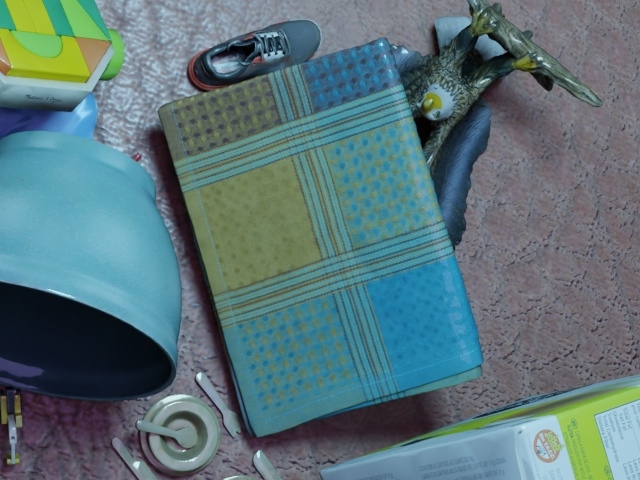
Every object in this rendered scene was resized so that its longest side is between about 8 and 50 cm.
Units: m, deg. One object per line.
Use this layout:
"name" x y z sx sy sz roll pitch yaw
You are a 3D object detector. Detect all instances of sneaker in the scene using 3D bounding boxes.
"sneaker" -0.064 -0.205 1.942 0.158 0.065 0.061 -23 89 -17

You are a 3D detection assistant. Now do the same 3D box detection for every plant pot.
"plant pot" -0.267 0.014 1.756 0.293 0.293 0.196 17 65 -13

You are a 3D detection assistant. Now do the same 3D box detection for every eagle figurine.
"eagle figurine" 0.114 -0.130 1.945 0.298 0.225 0.226 -48 53 13

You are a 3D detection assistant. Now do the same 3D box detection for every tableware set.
"tableware set" -0.114 0.249 1.880 0.128 0.039 0.194 -38 94 -17

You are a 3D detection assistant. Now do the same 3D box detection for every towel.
"towel" 0.000 0.000 1.864 0.271 0.040 0.370 -15 93 14

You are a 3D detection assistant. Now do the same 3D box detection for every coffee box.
"coffee box" 0.258 0.328 1.781 0.334 0.337 0.338 -14 86 -36

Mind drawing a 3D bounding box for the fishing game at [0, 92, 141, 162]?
"fishing game" -0.330 -0.128 1.872 0.264 0.041 0.189 45 81 -12

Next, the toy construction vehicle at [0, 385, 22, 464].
"toy construction vehicle" -0.348 0.184 1.815 0.085 0.035 0.098 0 97 -17

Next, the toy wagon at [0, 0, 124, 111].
"toy wagon" -0.346 -0.284 1.800 0.267 0.068 0.344 1 58 -48
